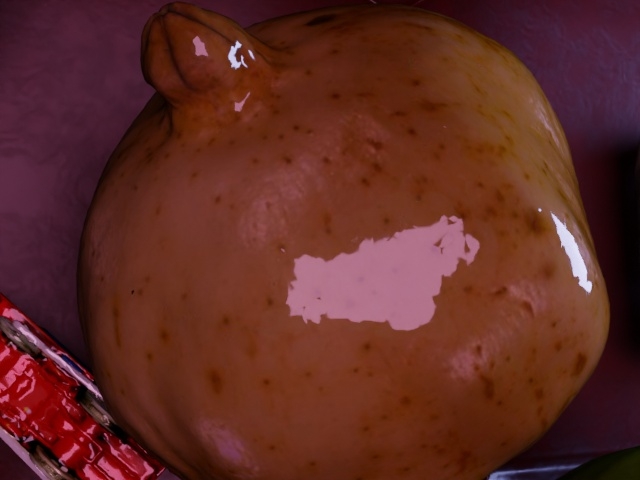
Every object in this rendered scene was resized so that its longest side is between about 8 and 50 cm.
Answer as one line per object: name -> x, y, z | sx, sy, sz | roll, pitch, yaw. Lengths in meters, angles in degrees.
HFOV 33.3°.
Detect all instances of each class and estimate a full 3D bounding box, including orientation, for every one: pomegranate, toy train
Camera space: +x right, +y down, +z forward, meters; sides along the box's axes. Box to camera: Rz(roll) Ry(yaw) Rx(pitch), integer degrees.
pomegranate -> 0.000, 0.000, 0.744 | 0.410, 0.410, 0.410 | 1, 87, -16
toy train -> -0.206, 0.128, 0.824 | 0.204, 0.131, 0.083 | 42, 82, 1

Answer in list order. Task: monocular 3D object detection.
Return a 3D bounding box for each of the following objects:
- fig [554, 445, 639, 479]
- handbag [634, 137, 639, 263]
fig -> 0.292, 0.295, 0.884 | 0.316, 0.316, 0.316 | 1, 87, -16
handbag -> 0.353, 0.003, 0.992 | 0.182, 0.117, 0.270 | -2, 88, -57
